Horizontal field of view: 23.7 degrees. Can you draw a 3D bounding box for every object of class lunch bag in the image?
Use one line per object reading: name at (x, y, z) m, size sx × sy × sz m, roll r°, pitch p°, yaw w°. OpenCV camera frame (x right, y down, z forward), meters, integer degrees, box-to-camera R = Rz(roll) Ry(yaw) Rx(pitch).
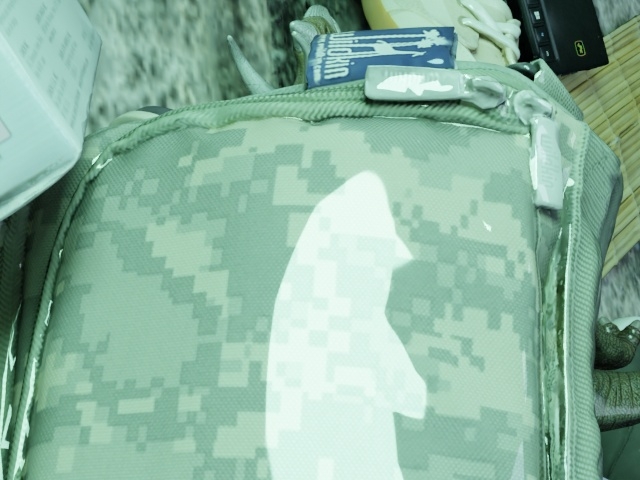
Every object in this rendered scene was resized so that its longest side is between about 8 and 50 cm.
lunch bag at (-0.020, 0.105, 0.498) m, size 0.212 × 0.256 × 0.305 m, roll 34°, pitch 50°, yaw -46°

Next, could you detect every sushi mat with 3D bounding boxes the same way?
sushi mat at (0.215, -0.070, 1.136) m, size 0.316 × 0.019 × 0.151 m, roll -33°, pitch 104°, yaw -56°

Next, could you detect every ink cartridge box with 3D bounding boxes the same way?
ink cartridge box at (-0.150, -0.128, 0.467) m, size 0.232 × 0.066 × 0.189 m, roll 55°, pitch 5°, yaw -17°

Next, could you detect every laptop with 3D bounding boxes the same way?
laptop at (0.128, -0.222, 0.955) m, size 0.264 × 0.136 × 0.234 m, roll -15°, pitch 91°, yaw -46°

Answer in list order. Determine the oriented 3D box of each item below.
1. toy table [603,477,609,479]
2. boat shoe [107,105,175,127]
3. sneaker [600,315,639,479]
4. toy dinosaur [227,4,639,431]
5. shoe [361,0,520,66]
toy table at (0.134, 0.217, 0.643) m, size 0.252 × 0.161 × 0.274 m, roll -60°, pitch 169°, yaw -20°
boat shoe at (0.000, 0.000, 0.667) m, size 0.206 × 0.075 × 0.065 m, roll 32°, pitch 44°, yaw 9°
sneaker at (0.230, 0.155, 0.955) m, size 0.104 × 0.147 × 0.296 m, roll 52°, pitch 38°, yaw -29°
toy dinosaur at (0.070, 0.032, 0.751) m, size 0.313 × 0.121 × 0.160 m, roll 51°, pitch 29°, yaw 10°
shoe at (0.062, -0.128, 0.808) m, size 0.076 × 0.058 × 0.219 m, roll 30°, pitch 24°, yaw -39°
